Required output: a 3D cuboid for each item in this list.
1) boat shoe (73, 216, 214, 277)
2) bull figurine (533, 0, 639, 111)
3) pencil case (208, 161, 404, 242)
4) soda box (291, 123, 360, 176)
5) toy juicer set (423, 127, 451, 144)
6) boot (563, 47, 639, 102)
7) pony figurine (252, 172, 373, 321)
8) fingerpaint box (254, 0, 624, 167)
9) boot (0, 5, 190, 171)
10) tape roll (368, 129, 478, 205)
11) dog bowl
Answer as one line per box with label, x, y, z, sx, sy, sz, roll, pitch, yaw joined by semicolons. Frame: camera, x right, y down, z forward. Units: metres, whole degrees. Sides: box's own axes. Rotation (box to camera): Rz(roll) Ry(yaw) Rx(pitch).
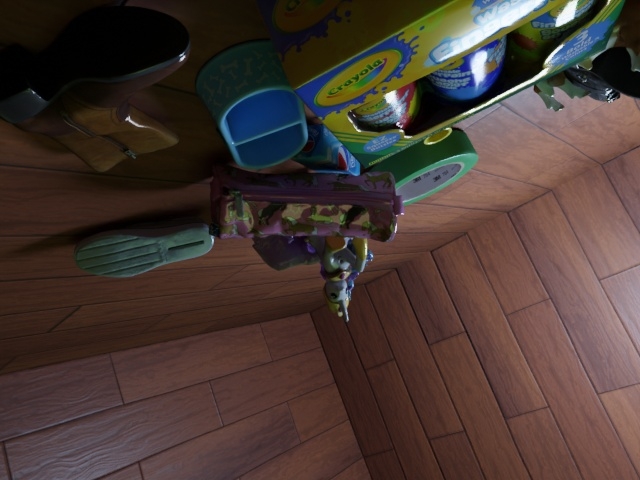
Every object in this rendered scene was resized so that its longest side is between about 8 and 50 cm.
boat shoe;-0.397;0.010;1.192;0.302;0.109;0.094;-8;-156;-19
bull figurine;0.517;-0.378;0.957;0.310;0.188;0.101;-23;180;30
pencil case;-0.031;-0.075;1.070;0.386;0.167;0.160;2;125;-8
soda box;0.016;-0.182;1.102;0.071;0.067;0.210;-2;175;24
toy juicer set;0.202;-0.265;1.064;0.329;0.089;0.209;-9;161;-39
boot;0.615;-0.347;1.109;0.229;0.263;0.091;12;116;-55
pony figurine;0.000;0.000;1.355;0.303;0.351;0.363;-21;147;-16
fingerpaint box;0.189;-0.307;0.743;0.445;0.163;0.371;-25;165;13
boot;-0.260;-0.176;0.716;0.264;0.096;0.280;-23;166;4
tape roll;0.273;-0.187;1.450;0.321;0.077;0.321;-23;167;-6
dog bowl;-0.100;-0.208;0.872;0.166;0.074;0.297;-21;166;-4
